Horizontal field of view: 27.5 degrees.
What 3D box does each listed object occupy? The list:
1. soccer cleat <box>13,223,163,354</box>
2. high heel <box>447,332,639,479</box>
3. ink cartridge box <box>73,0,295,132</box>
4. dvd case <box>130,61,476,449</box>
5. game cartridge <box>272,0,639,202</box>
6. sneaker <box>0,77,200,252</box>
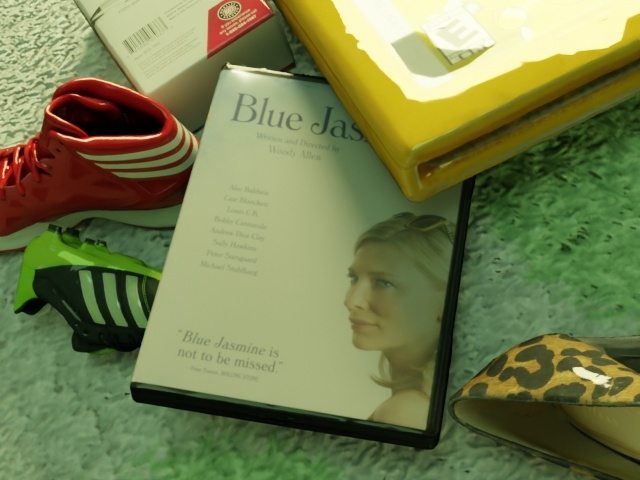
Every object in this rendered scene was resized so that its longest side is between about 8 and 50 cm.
[{"bbox_3d":[-0.119,0.047,0.847,0.179,0.060,0.072,19,91,21],"label":"soccer cleat"},{"bbox_3d":[0.163,0.121,0.649,0.186,0.093,0.261,-11,22,5],"label":"high heel"},{"bbox_3d":[-0.105,-0.162,0.950,0.109,0.063,0.150,-34,58,-4],"label":"ink cartridge box"},{"bbox_3d":[0.000,0.000,0.813,0.180,0.022,0.253,8,56,5],"label":"dvd case"},{"bbox_3d":[0.113,-0.199,0.881,0.285,0.052,0.323,-27,51,-5],"label":"game cartridge"},{"bbox_3d":[-0.187,-0.061,0.878,0.221,0.128,0.087,-9,59,10],"label":"sneaker"}]
